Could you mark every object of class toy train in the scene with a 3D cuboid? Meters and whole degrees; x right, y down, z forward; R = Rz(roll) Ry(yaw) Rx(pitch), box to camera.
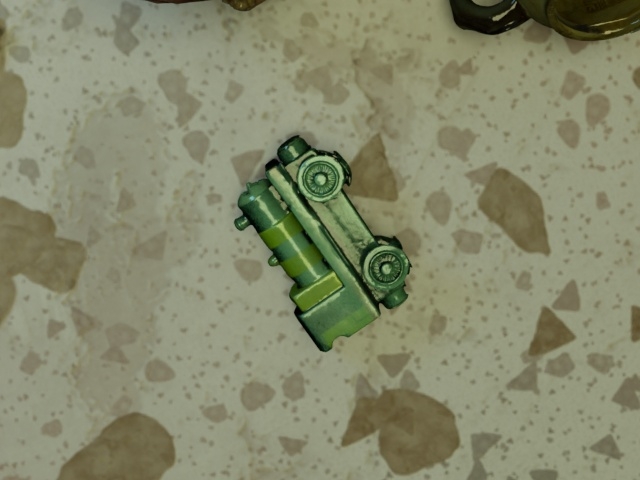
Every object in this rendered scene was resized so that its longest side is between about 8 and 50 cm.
[{"bbox_3d":[0.000,0.000,1.226,0.132,0.083,0.200,-35,98,4],"label":"toy train"}]

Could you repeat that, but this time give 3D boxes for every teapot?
[{"bbox_3d":[0.243,-0.292,1.179,0.269,0.173,0.182,-20,62,22],"label":"teapot"}]

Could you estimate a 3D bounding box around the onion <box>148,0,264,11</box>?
[{"bbox_3d":[-0.105,-0.368,1.046,0.353,0.353,0.354,-1,98,-4],"label":"onion"}]
